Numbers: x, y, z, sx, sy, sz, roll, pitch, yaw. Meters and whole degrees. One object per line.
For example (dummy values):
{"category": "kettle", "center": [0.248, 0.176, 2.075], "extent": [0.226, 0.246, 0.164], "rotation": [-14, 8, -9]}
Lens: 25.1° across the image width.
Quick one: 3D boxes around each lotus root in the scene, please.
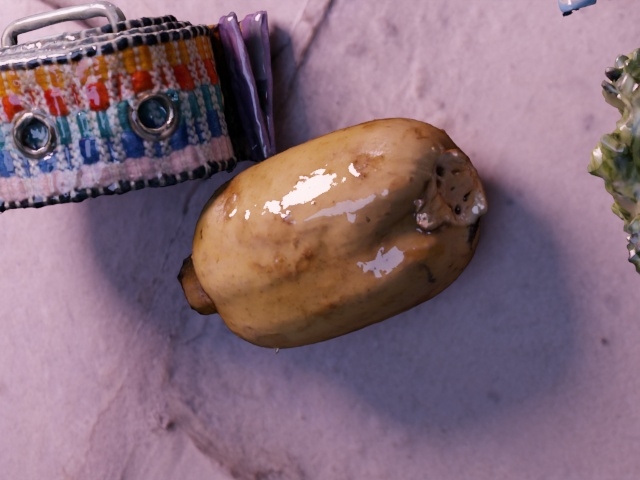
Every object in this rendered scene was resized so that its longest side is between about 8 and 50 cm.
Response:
{"category": "lotus root", "center": [0.000, 0.000, 1.180], "extent": [0.284, 0.146, 0.160], "rotation": [-20, 87, 30]}

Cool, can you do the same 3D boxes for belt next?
{"category": "belt", "center": [-0.202, -0.120, 1.231], "extent": [0.295, 0.207, 0.160], "rotation": [-6, 99, 27]}

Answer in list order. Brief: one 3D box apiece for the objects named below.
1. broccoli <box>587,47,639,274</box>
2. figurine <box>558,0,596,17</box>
{"category": "broccoli", "center": [0.322, -0.070, 0.959], "extent": [0.288, 0.235, 0.260], "rotation": [-33, 108, 25]}
{"category": "figurine", "center": [0.156, -0.293, 1.058], "extent": [0.205, 0.103, 0.260], "rotation": [-14, 97, 4]}
